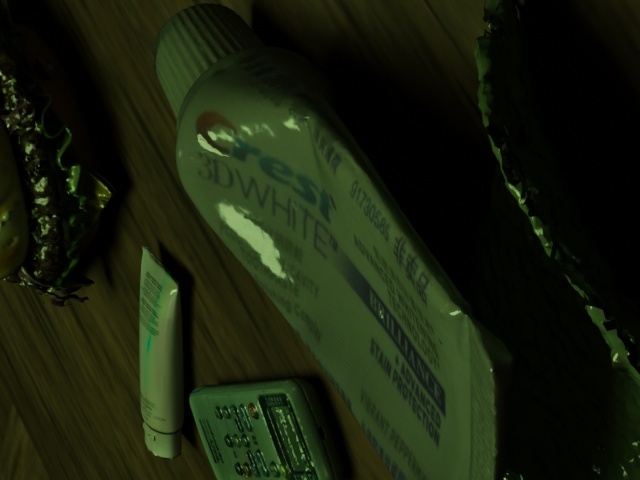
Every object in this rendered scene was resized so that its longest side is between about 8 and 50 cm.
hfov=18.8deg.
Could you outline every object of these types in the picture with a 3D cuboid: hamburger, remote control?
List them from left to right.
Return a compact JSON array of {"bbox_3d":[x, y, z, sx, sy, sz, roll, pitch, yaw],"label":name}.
[{"bbox_3d":[-0.180,-0.042,1.000,0.164,0.093,0.189,57,153,25],"label":"hamburger"},{"bbox_3d":[-0.026,0.088,0.875,0.124,0.018,0.053,-11,98,64],"label":"remote control"}]

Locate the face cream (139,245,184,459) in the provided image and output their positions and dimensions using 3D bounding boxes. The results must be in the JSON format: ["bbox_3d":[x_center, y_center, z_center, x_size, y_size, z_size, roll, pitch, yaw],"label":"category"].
[{"bbox_3d":[-0.079,0.057,0.954,0.038,0.020,0.115,43,142,45],"label":"face cream"}]

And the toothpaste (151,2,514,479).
[{"bbox_3d":[0.001,0.001,0.676,0.099,0.068,0.282,51,-175,-41],"label":"toothpaste"}]

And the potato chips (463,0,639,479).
[{"bbox_3d":[0.076,0.044,0.607,0.167,0.059,0.228,-128,26,-45],"label":"potato chips"}]
